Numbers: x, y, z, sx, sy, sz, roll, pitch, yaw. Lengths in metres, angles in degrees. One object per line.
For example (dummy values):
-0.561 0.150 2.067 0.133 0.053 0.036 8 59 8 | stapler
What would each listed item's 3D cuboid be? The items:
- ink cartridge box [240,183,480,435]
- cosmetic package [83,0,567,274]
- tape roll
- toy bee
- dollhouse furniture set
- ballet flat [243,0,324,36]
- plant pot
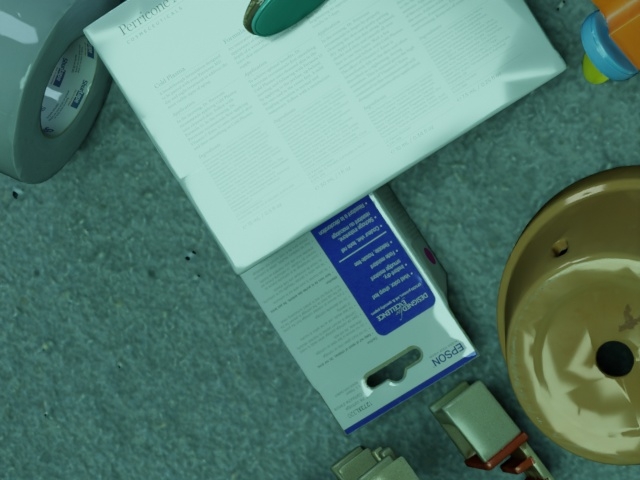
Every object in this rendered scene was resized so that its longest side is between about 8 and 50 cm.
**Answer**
0.000 0.000 1.873 0.175 0.069 0.371 -33 87 21 | ink cartridge box
0.005 -0.186 1.766 0.377 0.097 0.284 -32 92 7 | cosmetic package
-0.285 -0.169 1.850 0.072 0.219 0.219 23 108 12 | tape roll
0.307 -0.235 1.682 0.195 0.162 0.298 -11 128 30 | toy bee
0.093 0.267 1.813 0.259 0.262 0.135 -36 91 -9 | dollhouse furniture set
0.003 -0.272 1.692 0.206 0.073 0.067 -37 61 4 | ballet flat
0.292 0.088 1.718 0.291 0.203 0.291 4 104 19 | plant pot
